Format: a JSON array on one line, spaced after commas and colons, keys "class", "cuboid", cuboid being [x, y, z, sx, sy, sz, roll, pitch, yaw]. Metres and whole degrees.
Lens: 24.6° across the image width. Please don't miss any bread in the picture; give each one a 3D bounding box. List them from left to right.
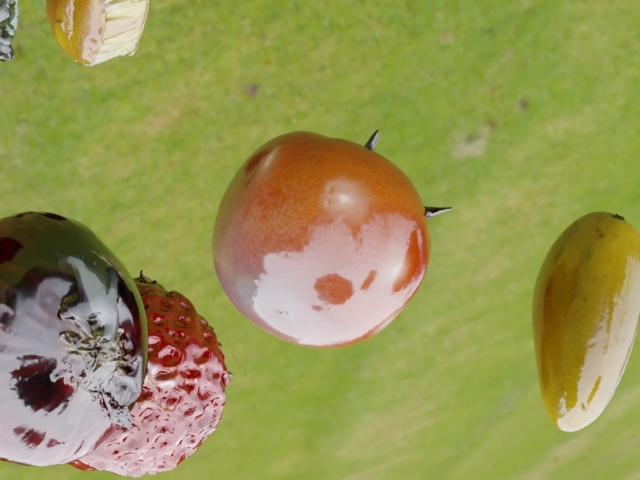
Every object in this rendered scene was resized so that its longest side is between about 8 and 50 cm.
[{"class": "bread", "cuboid": [-0.307, -0.329, 2.002, 0.114, 0.132, 0.190, -23, 150, -29]}]

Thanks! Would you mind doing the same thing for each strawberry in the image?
[{"class": "strawberry", "cuboid": [-0.279, 0.201, 1.961, 0.310, 0.291, 0.292, -48, 164, -20]}]

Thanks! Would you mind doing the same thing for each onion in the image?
[{"class": "onion", "cuboid": [-0.320, 0.098, 1.565, 0.285, 0.273, 0.273, 17, -172, 42]}]

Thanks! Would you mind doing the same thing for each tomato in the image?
[{"class": "tomato", "cuboid": [0.000, 0.000, 1.666, 0.224, 0.255, 0.256, -57, 179, -35]}]

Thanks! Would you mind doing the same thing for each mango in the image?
[{"class": "mango", "cuboid": [0.296, 0.091, 1.650, 0.113, 0.253, 0.138, 18, 167, -28]}]

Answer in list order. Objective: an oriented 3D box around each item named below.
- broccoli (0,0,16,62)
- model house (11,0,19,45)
[{"class": "broccoli", "cuboid": [-0.401, -0.298, 1.341, 0.324, 0.334, 0.272, -9, -162, 16]}, {"class": "model house", "cuboid": [-0.437, -0.306, 1.939, 0.066, 0.079, 0.083, -15, 139, -40]}]
